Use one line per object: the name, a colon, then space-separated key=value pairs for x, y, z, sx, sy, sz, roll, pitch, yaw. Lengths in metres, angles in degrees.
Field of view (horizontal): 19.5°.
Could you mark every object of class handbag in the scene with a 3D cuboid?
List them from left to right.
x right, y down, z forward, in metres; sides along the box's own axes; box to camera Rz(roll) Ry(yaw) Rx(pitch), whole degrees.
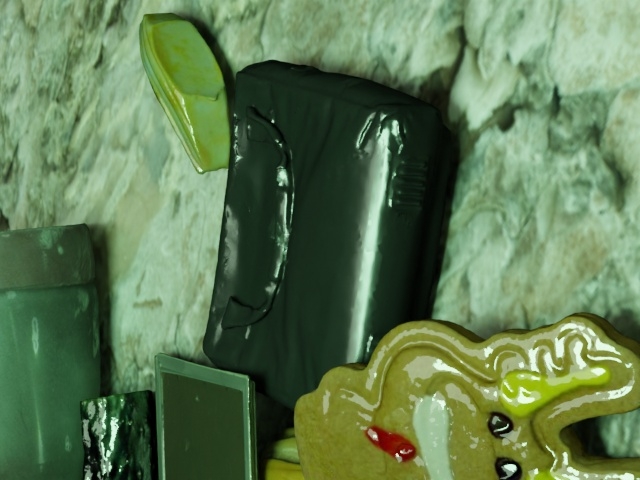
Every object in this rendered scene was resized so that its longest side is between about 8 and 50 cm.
handbag: x=0.000 y=0.000 z=1.501 sx=0.244 sy=0.088 sz=0.275 roll=20 pitch=108 yaw=51

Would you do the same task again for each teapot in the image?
teapot: x=-0.328 y=0.149 z=1.813 sx=0.315 sy=0.233 sz=0.312 roll=172 pitch=93 yaw=-79

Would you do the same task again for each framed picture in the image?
framed picture: x=-0.097 y=0.203 z=1.605 sx=0.252 sy=0.014 sz=0.197 roll=-177 pitch=85 yaw=-68

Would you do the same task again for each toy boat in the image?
toy boat: x=-0.120 y=-0.138 z=1.666 sx=0.066 sy=0.065 sz=0.172 roll=109 pitch=143 yaw=-54

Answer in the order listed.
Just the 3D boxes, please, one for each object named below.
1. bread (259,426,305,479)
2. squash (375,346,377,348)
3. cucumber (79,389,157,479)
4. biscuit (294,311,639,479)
bread: x=0.013 y=0.216 z=1.493 sx=0.200 sy=0.077 sz=0.116 roll=0 pitch=98 yaw=51
squash: x=0.075 y=0.086 z=1.407 sx=0.027 sy=0.083 sz=0.027 roll=0 pitch=91 yaw=50
cucumber: x=-0.175 y=0.246 z=1.720 sx=0.062 sy=0.078 sz=0.211 roll=-9 pitch=85 yaw=20
biscuit: x=0.107 y=0.144 z=1.327 sx=0.295 sy=0.044 sz=0.186 roll=-10 pitch=92 yaw=34
